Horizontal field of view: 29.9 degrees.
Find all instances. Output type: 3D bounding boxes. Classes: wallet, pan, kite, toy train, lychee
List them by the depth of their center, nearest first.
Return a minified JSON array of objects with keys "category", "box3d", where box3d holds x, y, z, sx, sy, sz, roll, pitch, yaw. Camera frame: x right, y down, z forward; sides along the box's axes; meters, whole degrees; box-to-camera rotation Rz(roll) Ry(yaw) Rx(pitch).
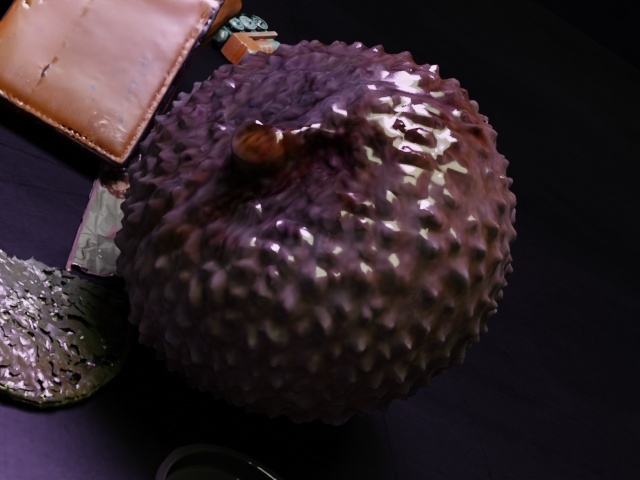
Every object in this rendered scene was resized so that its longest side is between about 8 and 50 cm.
[{"category":"pan","box3d":[-0.010,0.207,0.795,0.235,0.028,0.136,23,29,-24]},{"category":"lychee","box3d":[-0.005,-0.003,0.881,0.300,0.300,0.300,30,25,-16]},{"category":"kite","box3d":[-0.115,-0.006,1.051,0.323,0.013,0.267,3,41,-51]},{"category":"wallet","box3d":[-0.196,-0.175,1.059,0.161,0.195,0.042,29,-20,-12]},{"category":"toy train","box3d":[-0.086,-0.243,1.475,0.064,0.044,0.103,47,28,13]}]

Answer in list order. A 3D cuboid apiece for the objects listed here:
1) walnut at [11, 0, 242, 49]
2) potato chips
[{"category":"walnut","box3d":[-0.234,-0.300,1.179,0.336,0.209,0.209,31,25,-14]},{"category":"potato chips","box3d":[-0.225,0.023,0.829,0.220,0.029,0.202,42,27,5]}]
